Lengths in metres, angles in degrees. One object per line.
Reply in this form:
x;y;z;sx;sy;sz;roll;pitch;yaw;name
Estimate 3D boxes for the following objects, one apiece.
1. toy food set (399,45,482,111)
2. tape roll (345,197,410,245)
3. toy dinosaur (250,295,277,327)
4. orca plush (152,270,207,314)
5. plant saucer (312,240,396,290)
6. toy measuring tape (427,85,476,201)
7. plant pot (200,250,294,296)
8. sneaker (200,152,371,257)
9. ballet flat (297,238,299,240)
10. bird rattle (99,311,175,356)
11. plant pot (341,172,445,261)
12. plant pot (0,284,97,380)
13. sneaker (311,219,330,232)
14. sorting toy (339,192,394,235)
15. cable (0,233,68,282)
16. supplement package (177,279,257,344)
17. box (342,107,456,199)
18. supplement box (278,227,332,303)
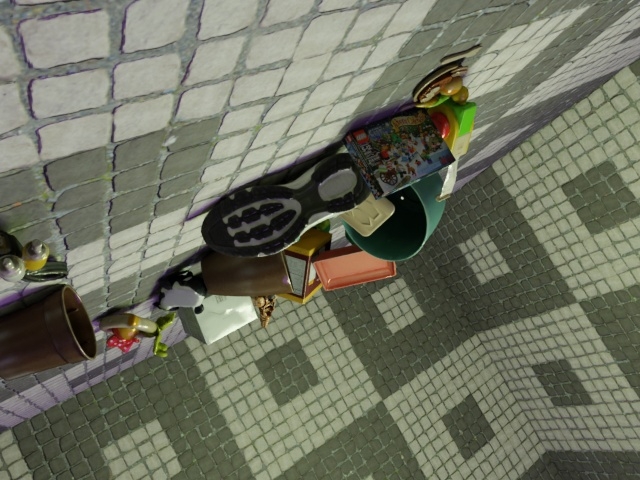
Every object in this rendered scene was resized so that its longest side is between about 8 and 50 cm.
0.263;-0.333;1.121;0.132;0.039;0.192;-26;171;-27;toy food set
0.234;-0.089;1.839;0.321;0.077;0.321;-35;-157;18;tape roll
-0.227;0.173;1.840;0.164;0.218;0.322;-2;112;-42;toy dinosaur
-0.400;0.147;1.547;0.102;0.151;0.287;-62;-171;-33;orca plush
0.117;0.078;1.728;0.258;0.048;0.258;-13;153;4;plant saucer
0.317;-0.254;1.332;0.121;0.121;0.330;-26;143;-24;toy measuring tape
-0.213;0.074;1.471;0.230;0.216;0.215;-16;171;-3;plant pot
-0.082;-0.075;1.211;0.409;0.158;0.182;-22;-172;-17;sneaker
-0.082;-0.059;1.530;0.077;0.091;0.241;5;156;-16;ballet flat
-0.575;0.261;1.575;0.253;0.143;0.207;3;156;21;bird rattle
0.237;-0.120;1.547;0.235;0.293;0.293;-37;179;-45;plant pot
-0.573;0.197;1.061;0.165;0.167;0.167;-20;170;-11;plant pot
0.000;0.000;1.961;0.109;0.124;0.295;-28;171;-11;sneaker
0.097;-0.110;1.429;0.038;0.193;0.208;-51;180;-24;sorting toy
-0.470;0.054;0.794;0.139;0.072;0.287;-21;170;-20;cable
-0.358;0.223;1.734;0.194;0.150;0.203;-26;-163;-31;supplement package
0.184;-0.207;1.193;0.233;0.159;0.044;-26;173;-28;box
-0.064;0.076;1.732;0.191;0.128;0.194;-37;139;-61;supplement box
